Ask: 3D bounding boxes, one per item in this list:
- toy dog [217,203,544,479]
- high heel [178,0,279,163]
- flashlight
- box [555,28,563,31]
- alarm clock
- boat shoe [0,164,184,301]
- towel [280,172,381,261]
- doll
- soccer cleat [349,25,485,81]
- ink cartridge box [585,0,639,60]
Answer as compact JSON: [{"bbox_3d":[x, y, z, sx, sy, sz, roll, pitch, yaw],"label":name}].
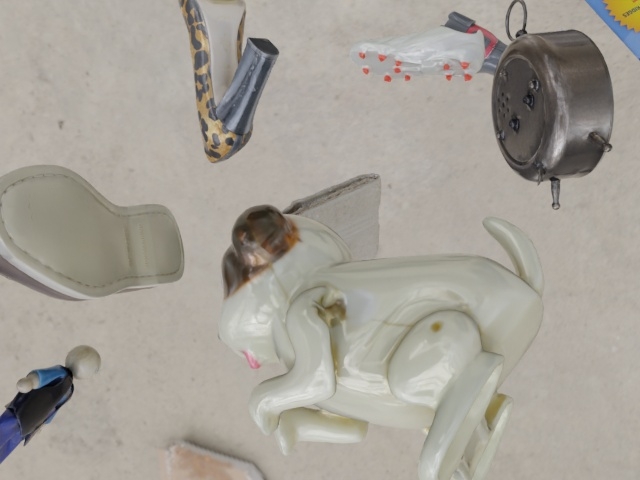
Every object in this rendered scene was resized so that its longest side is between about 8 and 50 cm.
[{"bbox_3d":[0.046,0.099,1.037,0.408,0.284,0.395,21,82,25],"label":"toy dog"},{"bbox_3d":[-0.157,-0.237,1.093,0.261,0.093,0.186,55,131,36],"label":"high heel"},{"bbox_3d":[0.339,-0.287,1.418,0.304,0.103,0.103,32,124,12],"label":"flashlight"},{"bbox_3d":[0.293,-0.188,1.035,0.102,0.087,0.101,-31,127,35],"label":"box"},{"bbox_3d":[0.192,-0.134,0.722,0.129,0.064,0.192,108,154,-63],"label":"alarm clock"},{"bbox_3d":[-0.236,0.003,0.770,0.096,0.324,0.116,-10,85,13],"label":"boat shoe"},{"bbox_3d":[0.000,0.000,1.503,0.049,0.282,0.187,35,137,40],"label":"towel"},{"bbox_3d":[-0.296,0.178,0.825,0.046,0.189,0.129,34,150,10],"label":"doll"},{"bbox_3d":[0.141,-0.274,1.183,0.196,0.076,0.068,7,154,17],"label":"soccer cleat"},{"bbox_3d":[0.417,-0.355,0.891,0.395,0.151,0.270,38,147,-17],"label":"ink cartridge box"}]
